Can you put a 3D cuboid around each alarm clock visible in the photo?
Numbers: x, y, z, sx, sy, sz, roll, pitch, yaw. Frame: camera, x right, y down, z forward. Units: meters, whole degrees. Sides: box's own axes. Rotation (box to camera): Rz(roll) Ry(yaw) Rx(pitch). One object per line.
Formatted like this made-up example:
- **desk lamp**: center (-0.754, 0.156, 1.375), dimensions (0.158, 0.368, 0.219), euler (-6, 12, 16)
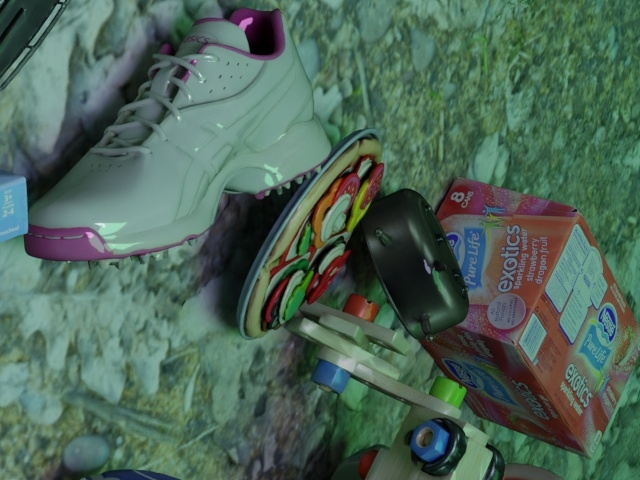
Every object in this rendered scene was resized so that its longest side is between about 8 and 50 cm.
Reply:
- **alarm clock**: center (0.088, 0.014, 1.471), dimensions (0.129, 0.064, 0.192), euler (64, 9, -9)

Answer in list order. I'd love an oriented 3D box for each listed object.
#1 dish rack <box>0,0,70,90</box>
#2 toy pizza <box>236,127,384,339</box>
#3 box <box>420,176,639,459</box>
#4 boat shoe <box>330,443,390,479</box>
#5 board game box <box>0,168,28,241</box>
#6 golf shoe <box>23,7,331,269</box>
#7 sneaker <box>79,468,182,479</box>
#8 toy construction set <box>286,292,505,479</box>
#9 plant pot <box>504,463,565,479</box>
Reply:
- **dish rack**: center (-0.209, -0.204, 0.943), dimensions (0.208, 0.074, 0.271), euler (-58, 146, -19)
- **toy pizza**: center (0.000, 0.000, 1.335), dimensions (0.201, 0.032, 0.201), euler (-53, 167, -19)
- **box**: center (0.207, 0.082, 1.655), dimensions (0.154, 0.142, 0.300), euler (-62, 147, -15)
- **boat shoe**: center (0.034, 0.298, 1.559), dimensions (0.081, 0.079, 0.228), euler (-29, 136, -62)
- **board game box**: center (-0.283, -0.008, 0.847), dimensions (0.211, 0.160, 0.039), euler (-25, 124, -50)
- **golf shoe**: center (-0.105, -0.076, 1.150), dimensions (0.306, 0.115, 0.140), euler (-35, 124, -54)
- **sneaker**: center (-0.145, 0.314, 1.273), dimensions (0.182, 0.127, 0.316), euler (-9, 120, -59)
- **toy construction set**: center (0.028, 0.214, 1.402), dimensions (0.151, 0.215, 0.328), euler (16, 89, -40)
- **plant pot**: center (0.212, 0.386, 1.729), dimensions (0.275, 0.275, 0.243), euler (-49, 133, -31)
